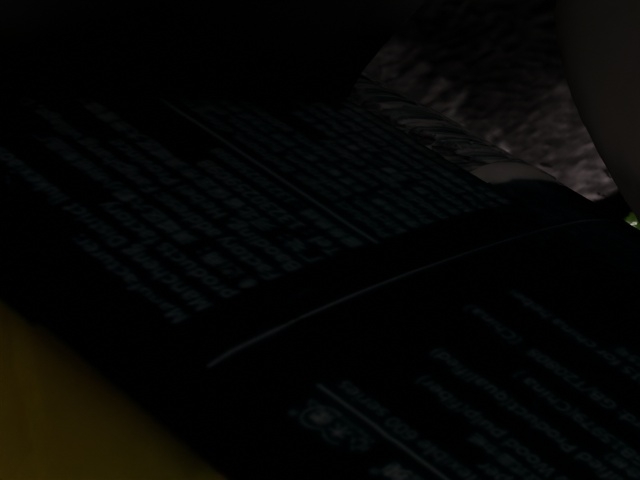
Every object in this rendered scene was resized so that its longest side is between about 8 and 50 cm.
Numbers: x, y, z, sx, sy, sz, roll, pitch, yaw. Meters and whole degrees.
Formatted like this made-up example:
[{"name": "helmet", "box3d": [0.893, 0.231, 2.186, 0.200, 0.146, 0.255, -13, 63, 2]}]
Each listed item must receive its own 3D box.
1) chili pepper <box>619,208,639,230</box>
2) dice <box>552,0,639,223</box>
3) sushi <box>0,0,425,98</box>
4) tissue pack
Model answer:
[{"name": "chili pepper", "box3d": [0.138, -0.003, 0.883, 0.091, 0.030, 0.034, -31, 105, 19]}, {"name": "dice", "box3d": [0.255, -0.056, 0.683, 0.243, 0.259, 0.251, -37, 127, 25]}, {"name": "sushi", "box3d": [-0.033, -0.188, 0.552, 0.215, 0.212, 0.227, -1, 135, -22]}, {"name": "tissue pack", "box3d": [-0.009, 0.098, 0.591, 0.264, 0.416, 0.253, -19, 131, -47]}]
